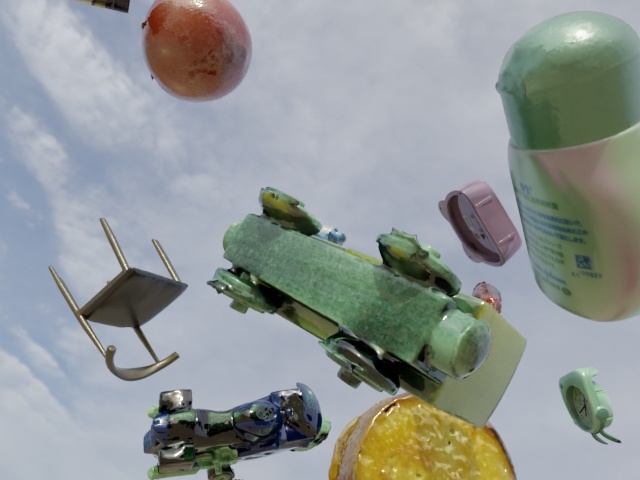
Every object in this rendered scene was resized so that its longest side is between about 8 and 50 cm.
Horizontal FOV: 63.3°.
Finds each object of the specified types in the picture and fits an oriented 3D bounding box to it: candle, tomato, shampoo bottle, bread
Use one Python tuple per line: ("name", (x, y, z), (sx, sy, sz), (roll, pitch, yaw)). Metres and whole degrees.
("candle", (0.288, 0.111, 0.893), (0.053, 0.162, 0.048), (1, -81, 12))
("tomato", (-0.284, -0.460, 1.234), (0.265, 0.264, 0.264), (12, -48, 13))
("shampoo bottle", (0.311, -0.088, 0.616), (0.152, 0.221, 0.349), (-22, -68, 2))
("bread", (0.220, 0.498, 1.095), (0.399, 0.397, 0.215), (23, -31, 3))

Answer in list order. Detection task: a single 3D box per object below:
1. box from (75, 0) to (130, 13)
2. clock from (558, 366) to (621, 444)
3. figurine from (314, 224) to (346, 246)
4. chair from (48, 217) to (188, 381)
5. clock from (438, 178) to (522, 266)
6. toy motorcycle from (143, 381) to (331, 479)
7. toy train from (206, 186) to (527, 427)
("box", (-0.515, -0.584, 1.063), (0.260, 0.071, 0.168), (2, -51, -30))
("clock", (0.489, 0.303, 0.943), (0.041, 0.134, 0.101), (-10, -25, -7))
("figurine", (0.000, 0.000, 1.162), (0.115, 0.078, 0.114), (7, -6, 1))
("chair", (-0.373, 0.117, 1.023), (0.166, 0.272, 0.188), (-41, -27, 8))
("clock", (0.276, -0.030, 0.902), (0.152, 0.050, 0.110), (58, -15, -4))
("toy motorcycle", (-0.126, 0.323, 0.888), (0.332, 0.125, 0.196), (4, -46, -22))
("toy train", (0.043, 0.076, 0.630), (0.397, 0.160, 0.253), (22, -10, 45))
